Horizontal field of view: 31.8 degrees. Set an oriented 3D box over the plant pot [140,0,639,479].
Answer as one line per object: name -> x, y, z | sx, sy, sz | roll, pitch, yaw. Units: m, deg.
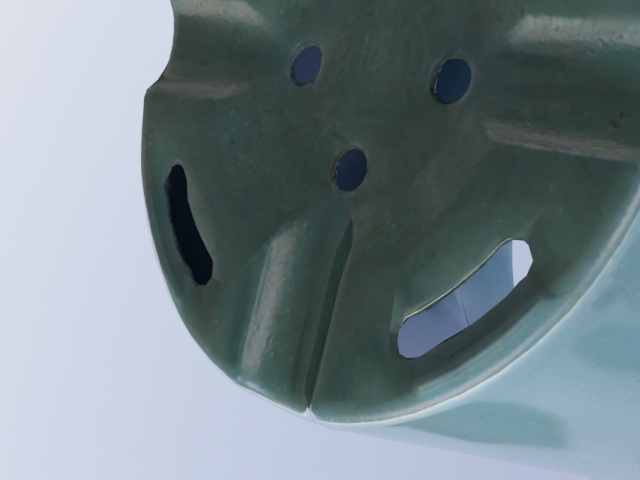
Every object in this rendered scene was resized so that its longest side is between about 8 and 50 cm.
plant pot -> 0.124, -0.037, 0.506 | 0.341, 0.334, 0.341 | -13, -108, 43
